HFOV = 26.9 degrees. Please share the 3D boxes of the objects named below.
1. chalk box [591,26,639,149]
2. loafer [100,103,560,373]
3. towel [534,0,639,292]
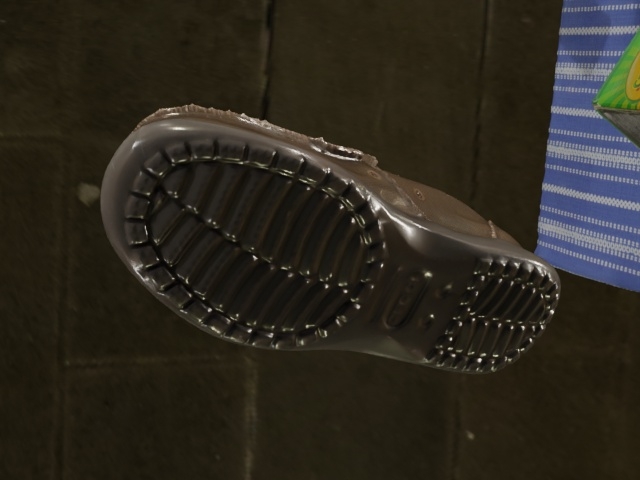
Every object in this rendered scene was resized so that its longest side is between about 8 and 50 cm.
[{"bbox_3d":[0.232,-0.075,0.619,0.132,0.213,0.132,36,84,-26],"label":"chalk box"},{"bbox_3d":[0.000,0.000,0.912,0.366,0.130,0.134,22,108,-38],"label":"loafer"},{"bbox_3d":[0.266,-0.130,1.141,0.040,0.243,0.336,4,96,-17],"label":"towel"}]
